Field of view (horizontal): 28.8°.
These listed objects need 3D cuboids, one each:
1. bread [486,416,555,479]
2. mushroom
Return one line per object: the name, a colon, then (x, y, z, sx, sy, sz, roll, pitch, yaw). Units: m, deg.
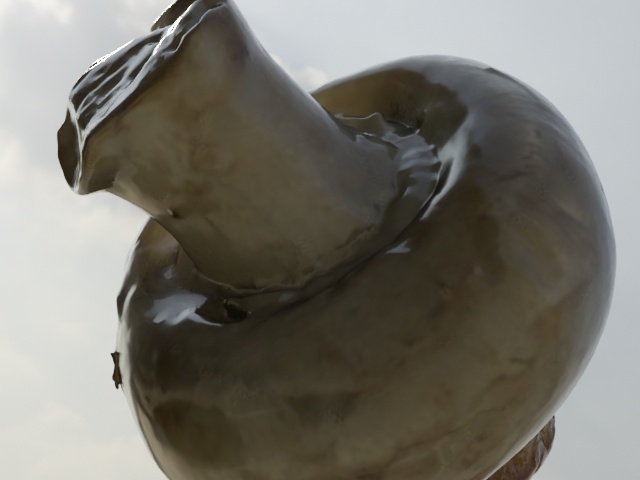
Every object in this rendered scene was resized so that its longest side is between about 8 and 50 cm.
bread: (0.100, 0.174, 1.008, 0.094, 0.245, 0.102, 26, -57, 40)
mushroom: (0.000, 0.000, 0.670, 0.297, 0.298, 0.290, -2, -42, 41)
